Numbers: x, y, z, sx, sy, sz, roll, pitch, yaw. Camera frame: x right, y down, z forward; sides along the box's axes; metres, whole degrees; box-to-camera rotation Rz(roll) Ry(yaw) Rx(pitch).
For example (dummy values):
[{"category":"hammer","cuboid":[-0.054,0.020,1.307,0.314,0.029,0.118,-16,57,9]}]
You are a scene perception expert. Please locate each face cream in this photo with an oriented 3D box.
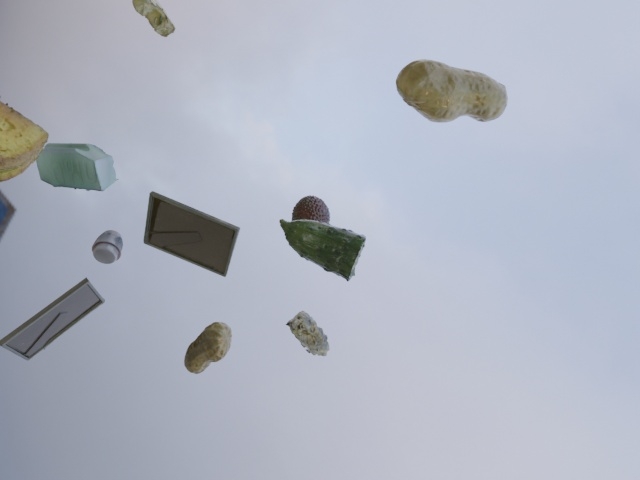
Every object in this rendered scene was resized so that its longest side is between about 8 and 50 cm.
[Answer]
[{"category":"face cream","cuboid":[-0.678,0.020,1.811,0.095,0.091,0.091,-89,-158,-49]}]

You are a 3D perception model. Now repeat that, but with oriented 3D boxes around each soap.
[{"category":"soap","cuboid":[-0.799,-0.240,1.859,0.231,0.091,0.145,3,-64,11]}]

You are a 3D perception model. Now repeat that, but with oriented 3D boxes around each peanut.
[{"category":"peanut","cuboid":[-0.306,0.296,1.546,0.093,0.083,0.194,39,-64,-4]},{"category":"peanut","cuboid":[0.339,-0.374,1.463,0.147,0.319,0.147,-173,-90,-70]}]

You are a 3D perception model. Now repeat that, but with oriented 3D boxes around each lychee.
[{"category":"lychee","cuboid":[-0.038,-0.087,2.313,0.165,0.165,0.197,-15,-91,53]}]

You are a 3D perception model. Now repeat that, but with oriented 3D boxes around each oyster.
[{"category":"oyster","cuboid":[-0.026,0.273,1.712,0.072,0.209,0.133,-37,-151,18]}]

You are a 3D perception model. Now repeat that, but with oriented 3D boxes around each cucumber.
[{"category":"cucumber","cuboid":[-0.002,0.003,1.515,0.244,0.134,0.134,25,-59,6]}]

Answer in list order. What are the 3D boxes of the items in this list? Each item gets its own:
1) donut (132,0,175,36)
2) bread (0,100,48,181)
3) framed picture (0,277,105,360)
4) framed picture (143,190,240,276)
[{"category":"donut","cuboid":[-0.524,-0.710,1.746,0.065,0.166,0.108,-35,-109,7]},{"category":"bread","cuboid":[-0.653,-0.194,1.028,0.160,0.260,0.147,-22,-138,38]},{"category":"framed picture","cuboid":[-0.863,0.261,1.852,0.024,0.315,0.232,44,-22,12]},{"category":"framed picture","cuboid":[-0.447,-0.017,1.940,0.020,0.324,0.240,-67,178,-50]}]
